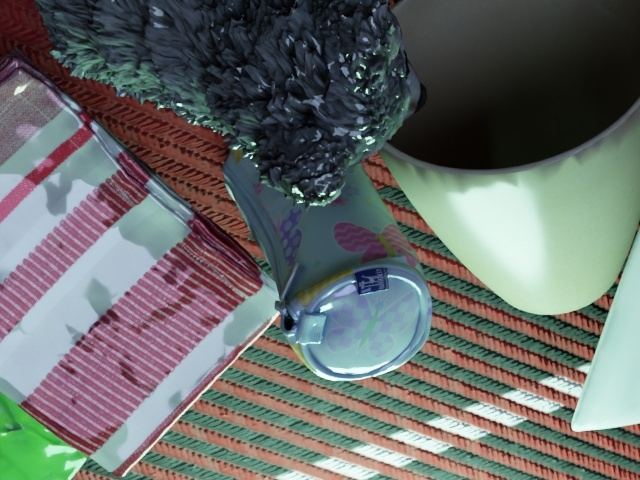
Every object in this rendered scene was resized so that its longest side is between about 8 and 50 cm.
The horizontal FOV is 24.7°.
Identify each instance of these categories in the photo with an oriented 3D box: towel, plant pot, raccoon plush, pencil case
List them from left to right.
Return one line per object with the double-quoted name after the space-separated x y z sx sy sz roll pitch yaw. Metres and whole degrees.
-0.217 0.029 1.245 0.329 0.037 0.237 42 97 -18 "towel"
-0.141 -0.147 1.104 0.446 0.299 0.216 -4 119 -11 "raccoon plush"
0.000 0.000 1.236 0.124 0.273 0.113 -11 126 -10 "pencil case"
0.186 -0.064 1.281 0.256 0.256 0.274 -24 136 0 "plant pot"

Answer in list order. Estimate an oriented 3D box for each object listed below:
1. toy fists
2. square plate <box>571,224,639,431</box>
-0.241 0.125 1.347 0.279 0.096 0.142 -36 127 5 "toy fists"
0.427 0.030 1.421 0.344 0.049 0.347 -4 121 -34 "square plate"
